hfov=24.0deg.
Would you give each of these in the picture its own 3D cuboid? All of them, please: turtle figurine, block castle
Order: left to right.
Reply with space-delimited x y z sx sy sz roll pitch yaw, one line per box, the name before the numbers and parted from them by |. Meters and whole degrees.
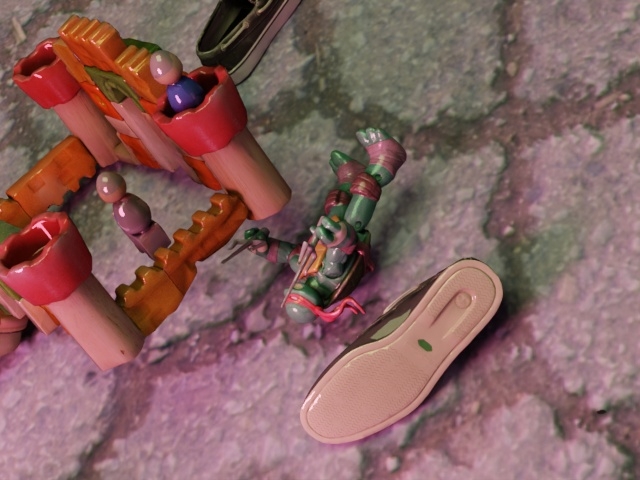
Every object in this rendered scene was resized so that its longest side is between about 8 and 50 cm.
block castle | -0.267 -0.075 1.577 0.303 0.213 0.453 -45 31 -17
turtle figurine | 0.000 0.000 1.513 0.175 0.118 0.234 -10 41 49

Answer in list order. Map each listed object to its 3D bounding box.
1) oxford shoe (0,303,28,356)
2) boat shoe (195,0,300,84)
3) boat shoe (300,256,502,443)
oxford shoe | -0.512 0.147 1.635 0.397 0.146 0.140 -9 15 -22
boat shoe | -0.080 -0.289 1.811 0.078 0.070 0.219 9 62 35
boat shoe | 0.077 0.106 1.434 0.233 0.084 0.079 -43 8 4
